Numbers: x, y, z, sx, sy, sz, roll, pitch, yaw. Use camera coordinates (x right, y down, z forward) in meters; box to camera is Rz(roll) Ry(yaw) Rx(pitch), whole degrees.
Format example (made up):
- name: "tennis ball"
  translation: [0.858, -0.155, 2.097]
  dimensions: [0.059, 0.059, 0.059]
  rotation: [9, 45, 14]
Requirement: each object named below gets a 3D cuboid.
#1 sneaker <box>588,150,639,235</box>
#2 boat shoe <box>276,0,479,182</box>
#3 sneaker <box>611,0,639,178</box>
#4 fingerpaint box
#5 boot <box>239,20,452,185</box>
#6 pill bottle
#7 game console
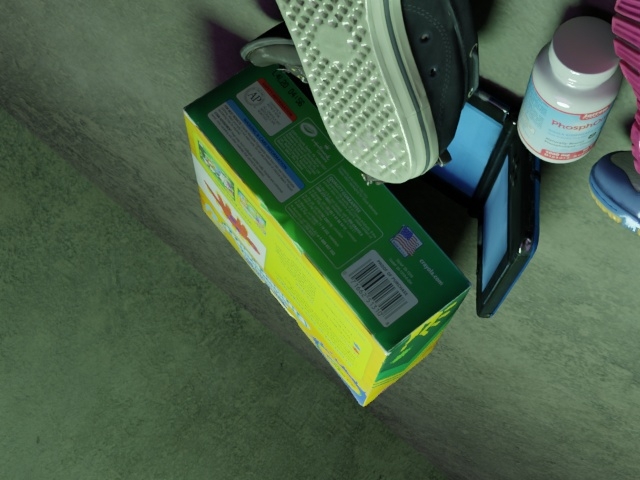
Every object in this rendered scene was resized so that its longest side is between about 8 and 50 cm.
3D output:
- name: "sneaker"
  translation: [0.416, -0.052, 0.950]
  dimensions: [0.296, 0.112, 0.131]
  rotation: [21, 141, 28]
- name: "boat shoe"
  translation: [0.049, -0.277, 0.887]
  dimensions: [0.187, 0.156, 0.500]
  rotation: [25, 149, 37]
- name: "sneaker"
  translation: [0.332, -0.145, 0.840]
  dimensions: [0.103, 0.111, 0.252]
  rotation: [-105, -5, -54]
- name: "fingerpaint box"
  translation: [0.000, 0.000, 1.447]
  dimensions: [0.445, 0.163, 0.371]
  rotation: [50, 165, 15]
- name: "boot"
  translation: [0.024, -0.168, 1.178]
  dimensions: [0.263, 0.091, 0.229]
  rotation: [3, 125, 54]
- name: "pill bottle"
  translation: [0.251, -0.150, 0.958]
  dimensions: [0.087, 0.087, 0.160]
  rotation: [29, 162, 14]
- name: "game console"
  translation: [0.164, -0.061, 1.215]
  dimensions: [0.173, 0.250, 0.293]
  rotation: [5, 159, 1]
